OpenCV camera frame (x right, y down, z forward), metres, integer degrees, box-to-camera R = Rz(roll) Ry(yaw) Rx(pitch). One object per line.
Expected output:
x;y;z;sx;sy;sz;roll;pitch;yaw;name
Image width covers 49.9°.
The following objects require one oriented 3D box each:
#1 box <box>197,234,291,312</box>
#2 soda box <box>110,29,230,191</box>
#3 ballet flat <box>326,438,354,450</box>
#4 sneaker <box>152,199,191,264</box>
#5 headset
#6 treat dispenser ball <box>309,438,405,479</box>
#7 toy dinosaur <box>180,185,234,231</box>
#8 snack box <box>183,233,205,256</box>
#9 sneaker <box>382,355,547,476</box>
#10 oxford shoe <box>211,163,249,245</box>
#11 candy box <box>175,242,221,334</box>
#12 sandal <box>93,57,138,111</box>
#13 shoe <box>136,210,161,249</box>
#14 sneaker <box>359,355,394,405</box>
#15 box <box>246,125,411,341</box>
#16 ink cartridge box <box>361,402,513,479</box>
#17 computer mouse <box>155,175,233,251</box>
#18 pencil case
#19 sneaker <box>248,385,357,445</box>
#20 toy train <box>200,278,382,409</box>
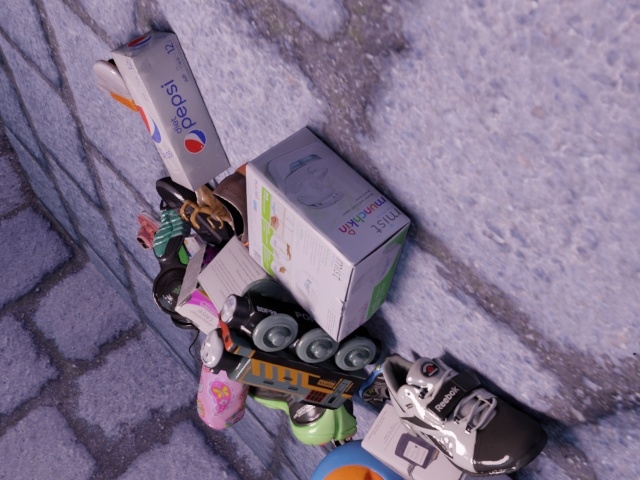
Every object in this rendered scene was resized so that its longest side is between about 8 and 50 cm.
-0.116;0.110;1.342;0.181;0.119;0.182;40;-178;-36;box
-0.276;-0.240;1.289;0.091;0.098;0.286;27;146;45;soda box
0.064;0.533;1.797;0.203;0.074;0.074;47;157;28;ballet flat
-0.341;-0.015;1.662;0.098;0.083;0.224;60;-160;-43;sneaker
-0.314;0.140;1.756;0.243;0.185;0.394;81;170;-67;headset
0.108;0.581;1.497;0.288;0.288;0.288;41;154;25;treat dispenser ball
-0.246;-0.088;1.458;0.064;0.112;0.211;12;141;58;toy dinosaur
-0.351;0.015;1.873;0.064;0.022;0.178;59;156;-15;snack box
0.201;0.261;1.084;0.330;0.122;0.146;2;128;60;sneaker
-0.106;-0.006;1.301;0.271;0.098;0.097;57;155;-10;oxford shoe
-0.218;0.119;1.487;0.159;0.071;0.233;41;-164;-19;candy box
-0.400;-0.333;1.408;0.102;0.076;0.265;34;171;-11;sandal
-0.519;-0.029;2.045;0.178;0.081;0.063;27;145;45;shoe
0.127;0.287;1.325;0.078;0.067;0.188;48;155;18;sneaker
0.000;0.000;1.082;0.231;0.127;0.262;42;154;21;box
0.216;0.409;1.240;0.172;0.100;0.237;44;163;-31;ink cartridge box
-0.260;-0.056;1.564;0.272;0.072;0.188;50;157;-25;computer mouse
-0.215;0.303;1.614;0.124;0.124;0.284;33;122;38;pencil case
-0.050;0.305;1.603;0.483;0.185;0.202;13;105;61;sneaker
-0.048;0.195;1.229;0.334;0.190;0.142;20;-155;-33;toy train
